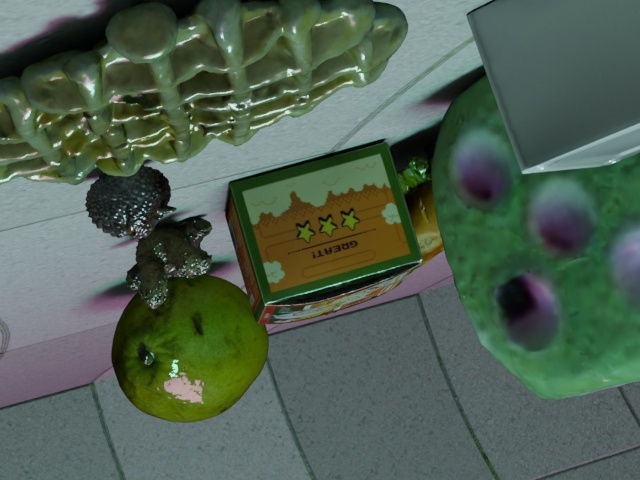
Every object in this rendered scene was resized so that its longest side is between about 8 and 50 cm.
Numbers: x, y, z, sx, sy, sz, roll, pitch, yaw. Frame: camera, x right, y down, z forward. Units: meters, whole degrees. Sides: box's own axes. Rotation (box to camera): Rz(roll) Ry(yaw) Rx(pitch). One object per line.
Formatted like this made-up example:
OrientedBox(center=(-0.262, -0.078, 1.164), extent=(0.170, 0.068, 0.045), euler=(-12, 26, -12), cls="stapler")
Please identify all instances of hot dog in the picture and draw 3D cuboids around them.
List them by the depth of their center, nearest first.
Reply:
OrientedBox(center=(0.137, -0.056, 1.798), extent=(0.135, 0.100, 0.337), euler=(-45, 178, -14), cls="hot dog")

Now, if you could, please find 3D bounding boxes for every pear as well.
OrientedBox(center=(-0.185, 0.148, 2.214), extent=(0.212, 0.212, 0.269), euler=(-19, 179, 17), cls="pear")

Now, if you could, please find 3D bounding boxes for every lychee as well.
OrientedBox(center=(-0.167, -0.034, 1.421), extent=(0.083, 0.068, 0.067), euler=(8, 178, 5), cls="lychee")

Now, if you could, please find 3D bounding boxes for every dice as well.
OrientedBox(center=(0.324, -0.038, 1.518), extent=(0.330, 0.318, 0.322), euler=(-24, 170, 42), cls="dice")

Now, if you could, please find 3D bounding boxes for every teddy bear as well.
OrientedBox(center=(-0.175, 0.015, 1.793), extent=(0.119, 0.078, 0.160), euler=(-39, -172, 4), cls="teddy bear")

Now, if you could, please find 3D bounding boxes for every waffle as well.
OrientedBox(center=(-0.099, -0.103, 1.113), extent=(0.292, 0.056, 0.309), euler=(-22, 170, 37), cls="waffle")

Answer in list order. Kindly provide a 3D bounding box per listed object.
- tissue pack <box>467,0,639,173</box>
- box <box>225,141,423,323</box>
OrientedBox(center=(0.265, -0.155, 1.235), extent=(0.246, 0.136, 0.159), euler=(-22, 171, 36), cls="tissue pack")
OrientedBox(center=(0.000, 0.000, 1.749), extent=(0.178, 0.148, 0.195), euler=(-15, 172, -8), cls="box")
